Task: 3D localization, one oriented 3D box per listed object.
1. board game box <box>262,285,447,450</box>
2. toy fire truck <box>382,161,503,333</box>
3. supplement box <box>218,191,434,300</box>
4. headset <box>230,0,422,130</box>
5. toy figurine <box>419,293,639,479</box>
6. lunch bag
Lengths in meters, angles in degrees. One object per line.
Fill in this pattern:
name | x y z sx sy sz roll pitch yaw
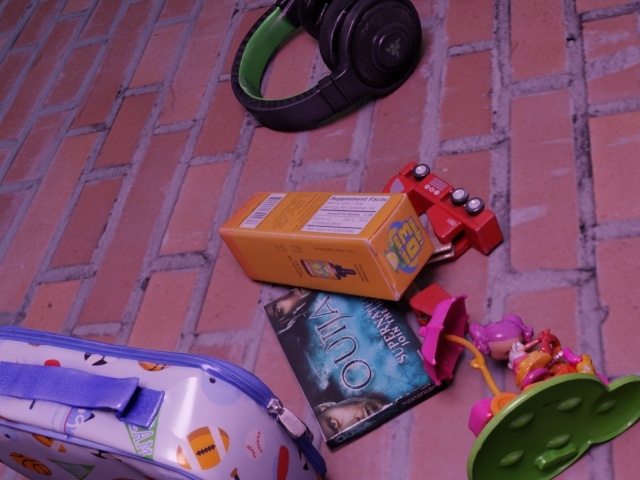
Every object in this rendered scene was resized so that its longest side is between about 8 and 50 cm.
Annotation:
board game box | 0.027 0.104 0.791 0.126 0.026 0.186 -30 45 -2
toy fire truck | 0.113 0.005 0.823 0.135 0.047 0.192 -41 46 -9
supplement box | 0.000 0.000 0.818 0.233 0.078 0.080 7 46 48
headset | 0.036 -0.317 1.042 0.394 0.185 0.243 -34 45 11
toy figurine | 0.161 0.105 0.673 0.173 0.130 0.159 -14 39 -18
lunch bag | -0.149 0.167 0.668 0.303 0.243 0.115 2 53 28
